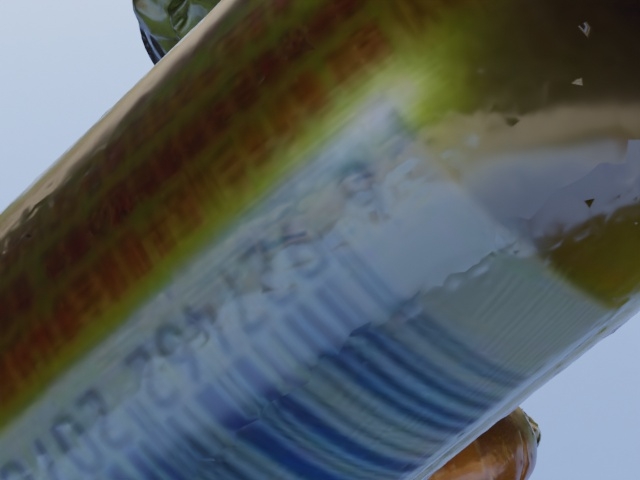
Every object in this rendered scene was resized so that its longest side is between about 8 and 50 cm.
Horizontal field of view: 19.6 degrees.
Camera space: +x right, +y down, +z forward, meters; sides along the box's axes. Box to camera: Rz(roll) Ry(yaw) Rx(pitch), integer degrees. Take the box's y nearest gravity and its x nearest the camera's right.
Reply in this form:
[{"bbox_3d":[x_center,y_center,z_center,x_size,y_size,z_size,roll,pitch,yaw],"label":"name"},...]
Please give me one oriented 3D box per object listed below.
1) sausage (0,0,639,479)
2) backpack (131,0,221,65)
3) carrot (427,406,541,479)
[{"bbox_3d":[-0.001,-0.002,0.431,0.117,0.317,0.125,21,-145,-51],"label":"sausage"},{"bbox_3d":[0.021,-0.118,1.062,0.207,0.253,0.140,-29,-146,13],"label":"backpack"},{"bbox_3d":[-0.009,0.118,0.795,0.271,0.062,0.066,-14,-121,-35],"label":"carrot"}]
